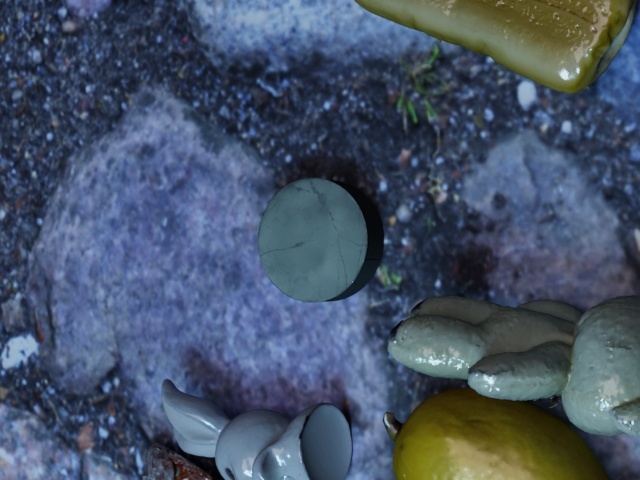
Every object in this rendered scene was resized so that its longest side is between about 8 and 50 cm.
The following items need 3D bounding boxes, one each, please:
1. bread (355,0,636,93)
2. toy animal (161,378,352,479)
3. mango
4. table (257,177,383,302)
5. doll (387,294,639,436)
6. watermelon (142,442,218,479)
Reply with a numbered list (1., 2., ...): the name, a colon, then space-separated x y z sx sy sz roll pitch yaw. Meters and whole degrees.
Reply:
1. bread: 0.170 -0.251 1.465 0.305 0.091 0.142 29 110 26
2. toy animal: -0.090 0.229 1.581 0.221 0.104 0.131 0 60 29
3. mango: 0.195 0.253 1.432 0.317 0.119 0.176 36 103 15
4. table: 0.000 0.000 1.579 0.133 0.043 0.133 -1 88 28
5. doll: 0.208 0.115 1.396 0.278 0.149 0.175 11 51 20
6. watermelon: -0.177 0.298 1.657 0.187 0.071 0.139 -33 70 24
